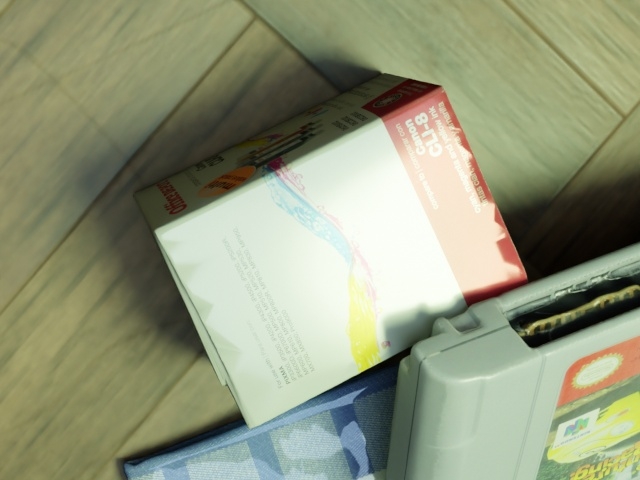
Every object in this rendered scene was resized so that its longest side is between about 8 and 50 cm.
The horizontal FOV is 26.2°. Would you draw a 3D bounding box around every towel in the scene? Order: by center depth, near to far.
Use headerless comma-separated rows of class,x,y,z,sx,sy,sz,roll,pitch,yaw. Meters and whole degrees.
towel,0.016,0.233,0.889,0.209,0.034,0.285,-21,103,-5

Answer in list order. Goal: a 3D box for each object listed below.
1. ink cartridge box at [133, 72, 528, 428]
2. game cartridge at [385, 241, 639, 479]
ink cartridge box,0.000,0.000,0.788,0.176,0.128,0.127,-27,105,-7
game cartridge,0.178,0.084,0.823,0.294,0.060,0.196,-19,144,-20
